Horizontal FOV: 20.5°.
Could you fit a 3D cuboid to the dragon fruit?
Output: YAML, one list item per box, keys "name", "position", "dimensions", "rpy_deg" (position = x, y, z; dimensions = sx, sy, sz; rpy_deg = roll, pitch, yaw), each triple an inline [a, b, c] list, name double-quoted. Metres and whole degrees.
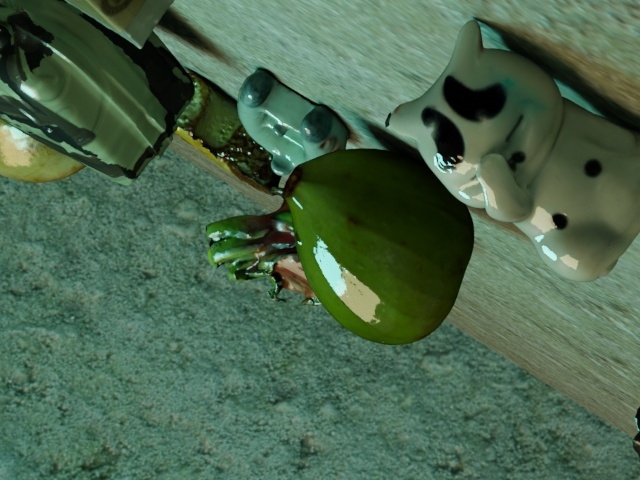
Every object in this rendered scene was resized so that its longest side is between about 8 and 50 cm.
- name: "dragon fruit"
  position: [0.000, 0.016, 2.270]
  dimensions: [0.198, 0.269, 0.200]
  rpy_deg: [-97, -13, -47]

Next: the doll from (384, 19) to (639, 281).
- name: "doll"
  position: [0.145, -0.054, 1.179]
  dimensions: [0.181, 0.110, 0.107]
  rpy_deg: [32, -161, -14]

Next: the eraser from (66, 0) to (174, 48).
- name: "eraser"
  position: [-0.247, -0.284, 1.637]
  dimensions: [0.144, 0.078, 0.343]
  rpy_deg: [33, 176, 15]

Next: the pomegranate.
- name: "pomegranate"
  position: [-0.372, -0.203, 2.428]
  dimensions: [0.270, 0.252, 0.229]
  rpy_deg: [30, 156, 55]

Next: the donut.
- name: "donut"
  position: [-0.118, -0.141, 2.344]
  dimensions: [0.217, 0.085, 0.141]
  rpy_deg: [32, 177, 21]

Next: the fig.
- name: "fig"
  position: [0.049, -0.003, 1.904]
  dimensions: [0.225, 0.203, 0.203]
  rpy_deg: [27, 179, -22]

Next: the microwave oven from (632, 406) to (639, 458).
- name: "microwave oven"
  position: [0.419, 0.188, 1.505]
  dimensions: [0.247, 0.188, 0.178]
  rpy_deg: [35, 172, 30]

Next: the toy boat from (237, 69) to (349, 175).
- name: "toy boat"
  position: [-0.038, -0.123, 2.016]
  dimensions: [0.134, 0.078, 0.207]
  rpy_deg: [29, 174, 7]

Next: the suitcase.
- name: "suitcase"
  position: [-0.333, -0.245, 2.012]
  dimensions: [0.352, 0.194, 0.339]
  rpy_deg: [28, 168, 35]
